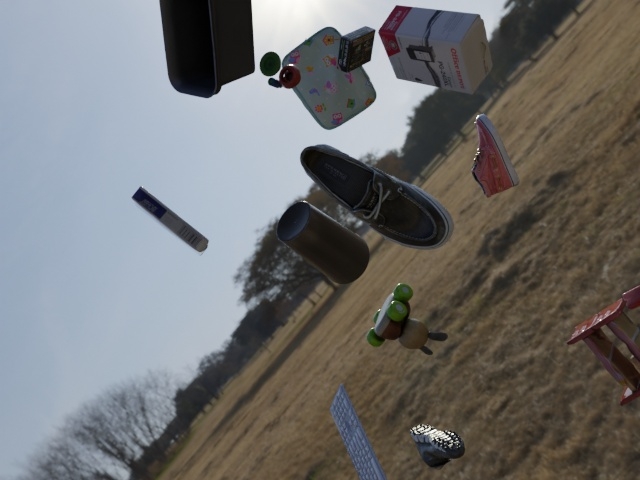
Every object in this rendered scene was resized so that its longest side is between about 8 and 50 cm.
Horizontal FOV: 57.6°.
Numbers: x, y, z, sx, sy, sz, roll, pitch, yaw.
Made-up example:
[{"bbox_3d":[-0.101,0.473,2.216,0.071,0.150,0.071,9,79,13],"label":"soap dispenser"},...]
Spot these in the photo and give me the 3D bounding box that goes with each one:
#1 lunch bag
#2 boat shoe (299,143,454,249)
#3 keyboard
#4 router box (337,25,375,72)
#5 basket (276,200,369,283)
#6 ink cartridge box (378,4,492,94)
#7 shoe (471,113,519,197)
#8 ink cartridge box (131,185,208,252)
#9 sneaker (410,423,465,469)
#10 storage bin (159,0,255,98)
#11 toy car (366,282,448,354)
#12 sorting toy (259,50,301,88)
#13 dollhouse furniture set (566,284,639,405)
[{"bbox_3d":[0.020,-0.490,1.773,0.224,0.279,0.108,-32,10,13],"label":"lunch bag"},{"bbox_3d":[0.096,-0.079,1.127,0.121,0.335,0.119,-64,-13,14],"label":"boat shoe"},{"bbox_3d":[0.070,0.350,0.930,0.014,0.256,0.072,-4,-52,-22],"label":"keyboard"},{"bbox_3d":[0.098,-0.523,1.591,0.122,0.038,0.092,-38,-31,-40],"label":"router box"},{"bbox_3d":[0.000,0.000,1.629,0.154,0.227,0.204,-53,39,3],"label":"basket"},{"bbox_3d":[0.181,-0.300,0.913,0.063,0.151,0.109,-56,-37,-14],"label":"ink cartridge box"},{"bbox_3d":[0.367,-0.186,1.293,0.081,0.177,0.063,-27,6,7],"label":"shoe"},{"bbox_3d":[-0.397,-0.043,1.558,0.045,0.223,0.224,-52,5,-10],"label":"ink cartridge box"},{"bbox_3d":[0.324,0.566,1.564,0.078,0.106,0.234,-15,-2,-20],"label":"sneaker"},{"bbox_3d":[-0.136,-0.255,0.719,0.091,0.098,0.135,-32,-49,-46],"label":"storage bin"},{"bbox_3d":[0.249,0.240,1.601,0.155,0.188,0.149,-60,0,41],"label":"toy car"},{"bbox_3d":[-0.079,-0.341,1.192,0.061,0.102,0.042,-57,-23,17],"label":"sorting toy"},{"bbox_3d":[0.817,0.244,1.529,0.374,0.201,0.152,-20,-21,-52],"label":"dollhouse furniture set"}]
